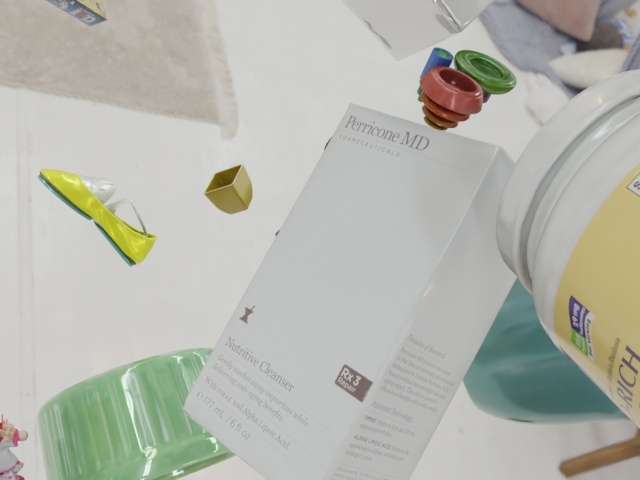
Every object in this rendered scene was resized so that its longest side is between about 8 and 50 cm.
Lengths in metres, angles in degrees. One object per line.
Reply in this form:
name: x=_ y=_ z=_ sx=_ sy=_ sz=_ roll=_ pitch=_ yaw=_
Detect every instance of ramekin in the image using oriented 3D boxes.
ramekin: x=-0.242 y=0.264 z=1.020 sx=0.303 sy=0.303 sz=0.148 roll=-8 pitch=70 yaw=-39

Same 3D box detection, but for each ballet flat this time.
ballet flat: x=-0.343 y=-0.051 z=1.152 sx=0.077 sy=0.077 sz=0.231 roll=-43 pitch=130 yaw=-8

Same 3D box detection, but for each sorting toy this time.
sorting toy: x=0.101 y=-0.111 z=0.544 sx=0.061 sy=0.042 sz=0.102 roll=39 pitch=40 yaw=18

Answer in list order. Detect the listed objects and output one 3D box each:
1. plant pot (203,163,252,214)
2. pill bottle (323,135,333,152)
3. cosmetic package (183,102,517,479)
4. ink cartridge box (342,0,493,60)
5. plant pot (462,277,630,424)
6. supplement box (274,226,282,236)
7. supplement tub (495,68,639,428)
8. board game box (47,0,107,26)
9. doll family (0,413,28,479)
plant pot: x=-0.196 y=-0.106 z=1.624 sx=0.083 sy=0.081 sz=0.082 roll=59 pitch=30 yaw=-30
pill bottle: x=0.109 y=-0.228 z=2.100 sx=0.219 sy=0.122 sz=0.123 roll=20 pitch=45 yaw=-60
cosmetic package: x=0.050 y=0.070 z=0.773 sx=0.156 sy=0.217 sz=0.385 roll=30 pitch=85 yaw=-47
ink cartridge box: x=0.167 y=-0.327 z=0.745 sx=0.278 sy=0.201 sz=0.117 roll=-43 pitch=102 yaw=-5
plant pot: x=0.362 y=0.177 z=1.233 sx=0.293 sy=0.235 sz=0.293 roll=48 pitch=33 yaw=-46
supplement box: x=0.000 y=0.000 z=0.972 sx=0.083 sy=0.083 sz=0.056 roll=42 pitch=9 yaw=-30
supplement tub: x=0.299 y=0.042 z=0.489 sx=0.241 sy=0.241 sz=0.331 roll=6 pitch=29 yaw=-33
board game box: x=-0.484 y=-0.509 z=1.321 sx=0.243 sy=0.042 sz=0.165 roll=11 pitch=64 yaw=-76
doll family: x=-0.477 y=0.263 z=0.831 sx=0.262 sy=0.163 sz=0.118 roll=-1 pitch=36 yaw=5
